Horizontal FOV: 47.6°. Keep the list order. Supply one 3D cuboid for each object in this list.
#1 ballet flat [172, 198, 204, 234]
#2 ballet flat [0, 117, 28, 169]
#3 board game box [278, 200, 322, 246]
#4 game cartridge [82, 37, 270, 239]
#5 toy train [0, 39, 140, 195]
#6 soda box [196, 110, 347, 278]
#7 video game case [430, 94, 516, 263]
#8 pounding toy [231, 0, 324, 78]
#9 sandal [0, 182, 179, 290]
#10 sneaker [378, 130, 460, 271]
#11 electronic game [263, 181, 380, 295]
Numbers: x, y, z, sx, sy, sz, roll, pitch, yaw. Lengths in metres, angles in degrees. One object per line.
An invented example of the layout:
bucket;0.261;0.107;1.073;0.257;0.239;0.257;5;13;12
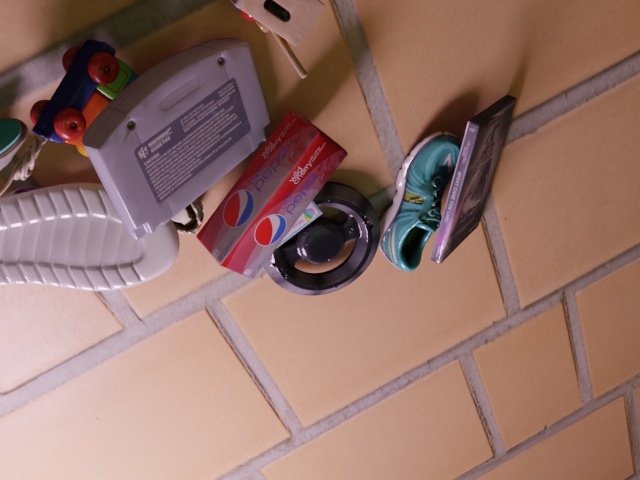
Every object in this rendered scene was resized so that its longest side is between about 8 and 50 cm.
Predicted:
ballet flat;-0.263;-0.092;1.135;0.091;0.077;0.241;-42;128;7
ballet flat;-0.505;-0.106;1.037;0.213;0.072;0.068;-29;156;-2
board game box;-0.088;-0.042;1.248;0.154;0.026;0.103;-37;100;4
game cartridge;-0.198;-0.161;1.050;0.294;0.060;0.196;-44;143;-30
toy train;-0.328;-0.140;1.017;0.143;0.105;0.248;34;82;-44
soda box;-0.079;-0.072;1.167;0.263;0.092;0.083;-53;139;7
video game case;0.279;-0.112;1.321;0.196;0.026;0.274;-35;144;-50
pounding toy;-0.066;-0.325;1.026;0.141;0.130;0.100;26;109;-35
sandal;-0.427;-0.012;1.112;0.416;0.102;0.169;-2;109;-8
sneaker;0.195;-0.067;1.331;0.107;0.110;0.275;5;119;-26
electronic game;0.000;0.000;1.330;0.229;0.048;0.229;-8;119;-14
